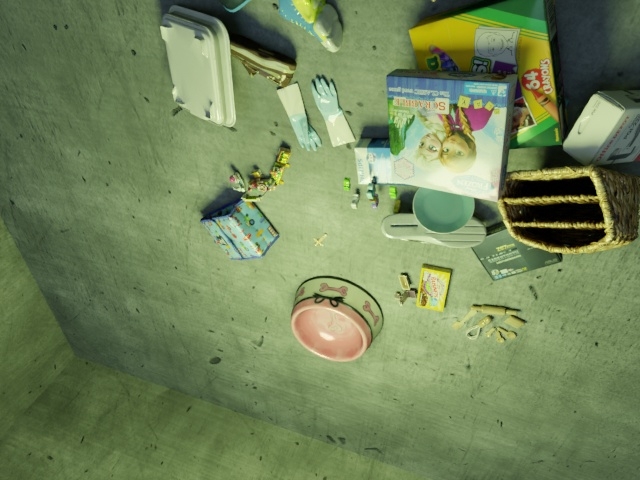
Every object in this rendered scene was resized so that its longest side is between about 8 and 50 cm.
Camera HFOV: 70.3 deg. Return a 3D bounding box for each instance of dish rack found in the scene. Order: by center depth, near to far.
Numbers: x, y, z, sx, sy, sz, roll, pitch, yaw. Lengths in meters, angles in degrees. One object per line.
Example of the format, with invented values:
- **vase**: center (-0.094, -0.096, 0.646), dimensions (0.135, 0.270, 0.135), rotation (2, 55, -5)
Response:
- **dish rack**: center (-0.391, -0.530, 1.419), dimensions (0.285, 0.072, 0.333), rotation (29, 138, 28)

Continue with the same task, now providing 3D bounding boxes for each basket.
- **basket**: center (0.624, -0.072, 1.187), dimensions (0.299, 0.223, 0.213), rotation (8, 95, 58)

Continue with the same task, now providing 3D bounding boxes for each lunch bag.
- **lunch bag**: center (-0.351, -0.033, 1.852), dimensions (0.293, 0.138, 0.221), rotation (-13, 122, 46)

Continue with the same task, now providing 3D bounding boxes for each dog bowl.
- **dog bowl**: center (0.054, 0.354, 1.948), dimensions (0.408, 0.150, 0.408), rotation (13, 131, 15)

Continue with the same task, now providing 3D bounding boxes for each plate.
- **plate**: center (0.386, -0.110, 1.430), dimensions (0.188, 0.188, 0.024), rotation (11, 170, 16)

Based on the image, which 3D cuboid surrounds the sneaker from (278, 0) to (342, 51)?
- **sneaker**: center (-0.036, -0.623, 1.252), dimensions (0.126, 0.091, 0.240), rotation (-2, 129, 48)

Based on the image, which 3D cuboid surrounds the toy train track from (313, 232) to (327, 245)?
- **toy train track**: center (0.000, 0.000, 1.776), dimensions (0.048, 0.014, 0.083), rotation (38, 132, -8)

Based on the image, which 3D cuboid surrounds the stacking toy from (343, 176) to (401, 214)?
- **stacking toy**: center (0.174, -0.149, 1.484), dimensions (0.167, 0.052, 0.221), rotation (10, 166, 17)

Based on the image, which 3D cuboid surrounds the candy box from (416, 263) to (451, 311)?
- **candy box**: center (0.427, 0.182, 1.723), dimensions (0.105, 0.027, 0.206), rotation (9, 130, 15)

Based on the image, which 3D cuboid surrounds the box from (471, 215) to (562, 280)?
- **box**: center (0.631, 0.023, 1.479), dimensions (0.233, 0.059, 0.183), rotation (-24, 113, 36)

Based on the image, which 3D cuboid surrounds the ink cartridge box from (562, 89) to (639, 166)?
- **ink cartridge box**: center (0.726, -0.272, 1.096), dimensions (0.218, 0.092, 0.158), rotation (-7, 135, -21)

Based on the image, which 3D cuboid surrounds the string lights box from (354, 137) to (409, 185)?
- **string lights box**: center (0.244, -0.245, 1.423), dimensions (0.260, 0.077, 0.133), rotation (5, 129, 21)

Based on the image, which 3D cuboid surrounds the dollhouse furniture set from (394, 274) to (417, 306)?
- **dollhouse furniture set**: center (0.301, 0.195, 1.750), dimensions (0.091, 0.081, 0.114), rotation (-1, 119, 42)

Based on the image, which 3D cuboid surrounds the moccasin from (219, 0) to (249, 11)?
- **moccasin**: center (-0.168, -0.719, 1.168), dimensions (0.342, 0.138, 0.117), rotation (-23, 140, 35)

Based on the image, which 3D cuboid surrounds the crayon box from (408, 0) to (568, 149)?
- **crayon box**: center (0.429, -0.407, 1.151), dimensions (0.313, 0.106, 0.363), rotation (1, 127, 38)

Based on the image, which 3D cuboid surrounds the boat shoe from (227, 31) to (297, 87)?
- **boat shoe**: center (-0.204, -0.538, 1.370), dimensions (0.257, 0.095, 0.095), rotation (26, 127, 3)

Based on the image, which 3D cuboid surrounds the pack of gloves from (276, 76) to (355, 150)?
- **pack of gloves**: center (-0.020, -0.390, 1.446), dimensions (0.195, 0.046, 0.232), rotation (-7, 124, 30)

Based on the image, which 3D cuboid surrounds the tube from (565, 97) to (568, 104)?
- **tube**: center (0.540, -0.388, 1.197), dimensions (0.207, 0.052, 0.080), rotation (27, 128, 8)

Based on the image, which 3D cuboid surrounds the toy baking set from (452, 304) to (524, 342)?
- **toy baking set**: center (0.638, 0.322, 1.739), dimensions (0.256, 0.030, 0.197), rotation (7, 129, 19)

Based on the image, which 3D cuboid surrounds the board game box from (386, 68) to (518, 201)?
- **board game box**: center (0.334, -0.280, 1.204), dimensions (0.319, 0.066, 0.318), rotation (17, 133, 33)

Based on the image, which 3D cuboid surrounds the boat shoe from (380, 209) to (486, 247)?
- **boat shoe**: center (0.370, -0.048, 1.505), dimensions (0.335, 0.119, 0.121), rotation (7, 95, 10)

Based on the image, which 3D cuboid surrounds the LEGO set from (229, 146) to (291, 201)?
- **LEGO set**: center (-0.205, -0.217, 1.627), dimensions (0.287, 0.107, 0.132), rotation (-19, 117, 35)
